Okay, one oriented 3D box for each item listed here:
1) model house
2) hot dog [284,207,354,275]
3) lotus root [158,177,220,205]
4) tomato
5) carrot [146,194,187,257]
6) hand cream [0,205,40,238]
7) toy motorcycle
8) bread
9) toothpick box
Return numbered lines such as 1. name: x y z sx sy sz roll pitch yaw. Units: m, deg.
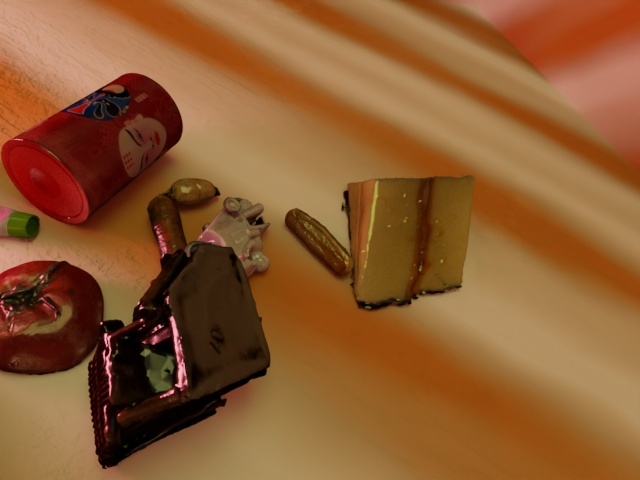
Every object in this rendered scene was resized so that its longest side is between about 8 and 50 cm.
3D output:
1. model house: -0.271 0.168 0.726 0.283 0.297 0.317 -31 60 13
2. hot dog: 0.000 0.000 1.099 0.216 0.066 0.047 42 7 20
3. lotus root: -0.310 -0.116 1.082 0.152 0.063 0.072 -13 30 -39
4. tomato: -0.493 0.117 0.788 0.228 0.101 0.227 8 48 -9
5. carrot: -0.309 0.011 0.966 0.070 0.070 0.260 -11 54 -27
6. hand cream: -0.710 -0.049 0.904 0.275 0.050 0.079 9 22 -4
7. toy motorcycle: -0.181 0.010 1.000 0.171 0.110 0.260 42 36 -11
8. bread: 0.223 -0.010 1.208 0.346 0.242 0.404 8 80 -17
9. toothpick box: -0.485 -0.214 1.017 0.204 0.204 0.333 25 46 3
